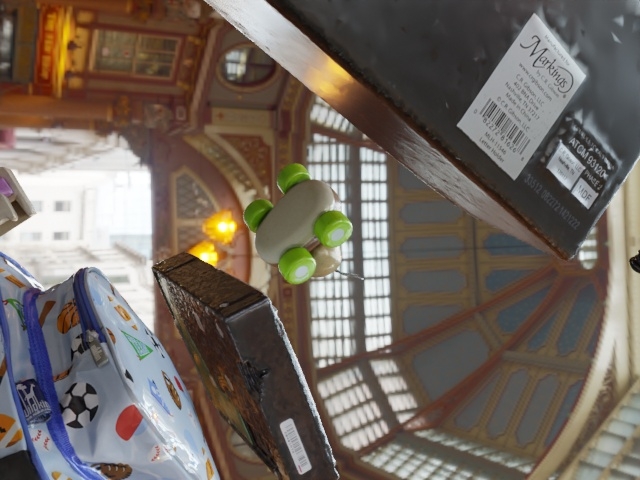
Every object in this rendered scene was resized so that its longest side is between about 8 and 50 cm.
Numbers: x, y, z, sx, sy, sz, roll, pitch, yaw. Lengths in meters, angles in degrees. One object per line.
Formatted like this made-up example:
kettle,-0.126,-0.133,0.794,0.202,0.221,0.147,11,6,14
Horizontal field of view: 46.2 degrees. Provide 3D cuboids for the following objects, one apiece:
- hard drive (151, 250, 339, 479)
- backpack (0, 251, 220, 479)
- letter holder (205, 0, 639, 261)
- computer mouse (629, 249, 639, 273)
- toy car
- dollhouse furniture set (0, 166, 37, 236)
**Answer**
hard drive,-0.105,0.149,0.939,0.339,0.064,0.237,14,-53,64
backpack,-0.205,0.134,0.541,0.263,0.213,0.277,45,-22,38
letter holder,0.052,-0.148,0.494,0.152,0.301,0.214,-56,-147,0
computer mouse,0.400,0.065,0.776,0.042,0.106,0.193,-49,-172,6
toy car,0.000,0.000,1.165,0.149,0.188,0.155,-45,-131,8
dollhouse furniture set,-0.497,-0.037,0.797,0.198,0.286,0.303,57,-12,-9
